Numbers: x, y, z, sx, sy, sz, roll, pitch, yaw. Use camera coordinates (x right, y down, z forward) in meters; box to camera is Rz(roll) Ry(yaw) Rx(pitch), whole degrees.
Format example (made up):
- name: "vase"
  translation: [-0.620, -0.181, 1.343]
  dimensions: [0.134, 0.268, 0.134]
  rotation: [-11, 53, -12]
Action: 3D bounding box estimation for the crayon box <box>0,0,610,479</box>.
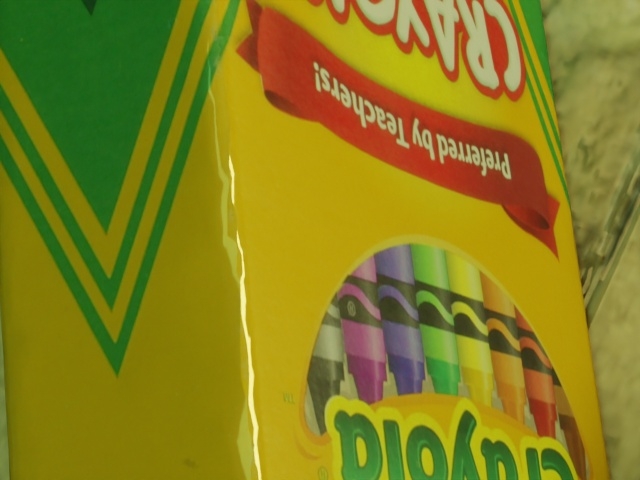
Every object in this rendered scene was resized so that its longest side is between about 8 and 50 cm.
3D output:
- name: "crayon box"
  translation: [0.000, 0.000, 0.546]
  dimensions: [0.081, 0.202, 0.319]
  rotation: [-15, 72, 30]
